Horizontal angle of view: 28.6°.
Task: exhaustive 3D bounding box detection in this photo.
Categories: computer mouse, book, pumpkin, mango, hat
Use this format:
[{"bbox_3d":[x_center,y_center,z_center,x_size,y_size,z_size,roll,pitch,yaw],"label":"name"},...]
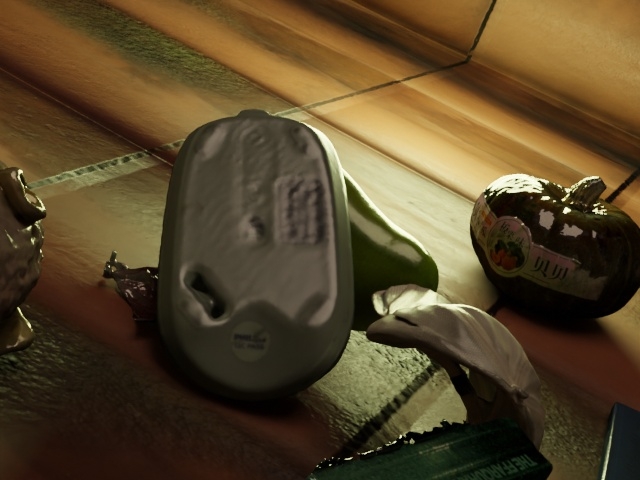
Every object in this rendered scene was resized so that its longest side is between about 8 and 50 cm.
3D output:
[{"bbox_3d":[-0.065,0.013,1.279,0.197,0.095,0.331,4,56,-4],"label":"computer mouse"},{"bbox_3d":[0.397,0.276,1.375,0.190,0.025,0.269,25,21,9],"label":"book"},{"bbox_3d":[0.341,-0.007,1.759,0.260,0.189,0.260,22,21,-9],"label":"pumpkin"},{"bbox_3d":[0.000,0.000,1.415,0.293,0.175,0.143,32,33,17],"label":"mango"},{"bbox_3d":[0.157,0.121,1.239,0.219,0.164,0.226,55,32,-14],"label":"hat"}]

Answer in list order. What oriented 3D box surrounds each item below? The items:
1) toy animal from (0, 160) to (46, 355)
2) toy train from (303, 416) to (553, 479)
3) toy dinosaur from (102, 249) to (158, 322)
[{"bbox_3d":[-0.356,-0.001,1.045,0.226,0.188,0.358,22,21,13],"label":"toy animal"},{"bbox_3d":[0.096,0.248,0.992,0.330,0.139,0.178,-5,39,-49],"label":"toy train"},{"bbox_3d":[-0.176,0.045,1.332,0.108,0.032,0.220,19,19,-2],"label":"toy dinosaur"}]
